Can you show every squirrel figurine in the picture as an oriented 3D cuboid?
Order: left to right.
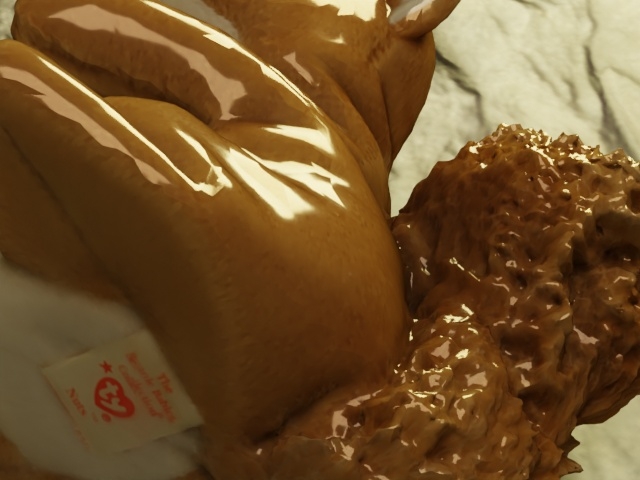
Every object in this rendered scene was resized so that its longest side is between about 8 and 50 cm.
[{"bbox_3d":[0.000,0.000,1.042,0.397,0.281,0.370,28,37,7],"label":"squirrel figurine"}]
